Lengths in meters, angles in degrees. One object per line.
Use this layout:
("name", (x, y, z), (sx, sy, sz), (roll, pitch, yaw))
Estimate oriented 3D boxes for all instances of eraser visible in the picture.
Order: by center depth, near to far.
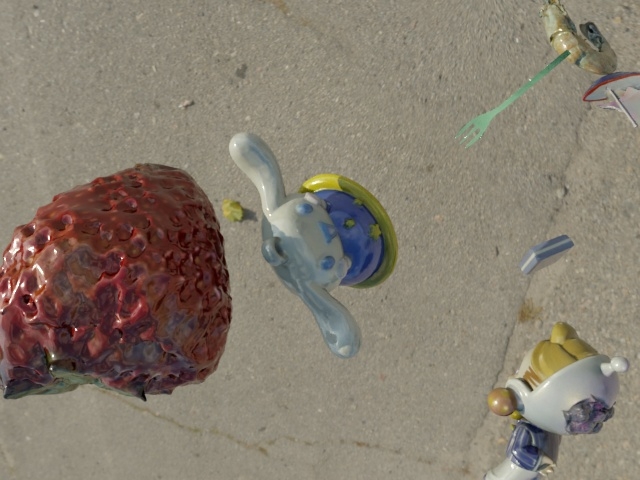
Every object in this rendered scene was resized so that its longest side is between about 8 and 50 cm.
("eraser", (0.516, 0.036, 1.089), (0.082, 0.225, 0.036), (-24, 71, 10))

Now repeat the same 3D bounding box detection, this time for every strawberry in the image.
("strawberry", (-0.248, 0.044, 0.601), (0.292, 0.292, 0.309), (8, 91, 15))

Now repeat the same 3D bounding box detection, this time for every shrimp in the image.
("shrimp", (0.785, -0.632, 1.445), (0.247, 0.360, 0.085), (-1, 149, -23))

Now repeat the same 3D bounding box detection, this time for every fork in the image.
("fork", (0.338, -0.249, 0.839), (0.039, 0.021, 0.235), (36, 135, -13))

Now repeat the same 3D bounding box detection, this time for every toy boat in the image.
("toy boat", (1.002, -0.462, 1.500), (0.219, 0.318, 0.071), (-27, 126, 3))

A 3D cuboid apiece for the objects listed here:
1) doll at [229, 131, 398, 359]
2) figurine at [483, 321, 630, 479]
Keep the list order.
("doll", (-0.021, -0.020, 0.678), (0.160, 0.243, 0.310), (-21, 107, 48))
("figurine", (0.314, 0.256, 0.672), (0.194, 0.133, 0.274), (27, 98, -36))
